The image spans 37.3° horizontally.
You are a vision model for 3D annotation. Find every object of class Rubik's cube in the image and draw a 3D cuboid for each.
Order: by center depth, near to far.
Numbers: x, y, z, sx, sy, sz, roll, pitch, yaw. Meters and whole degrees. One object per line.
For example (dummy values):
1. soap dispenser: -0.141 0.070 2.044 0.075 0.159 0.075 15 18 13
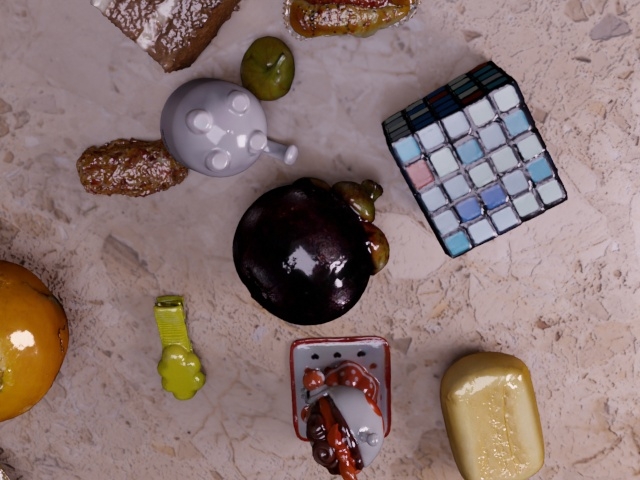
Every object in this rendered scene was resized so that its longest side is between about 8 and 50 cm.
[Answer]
1. Rubik's cube: 0.206 -0.113 1.290 0.184 0.182 0.187 -27 106 9

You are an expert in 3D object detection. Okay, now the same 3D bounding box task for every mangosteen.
1. mangosteen: 0.000 0.000 1.338 0.250 0.211 0.211 -40 106 -19

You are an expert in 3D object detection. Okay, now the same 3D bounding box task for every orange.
1. orange: -0.487 0.143 1.359 0.246 0.246 0.246 0 109 1

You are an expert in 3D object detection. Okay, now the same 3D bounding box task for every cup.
1. cup: -0.127 -0.137 1.292 0.134 0.142 0.173 -43 111 -8

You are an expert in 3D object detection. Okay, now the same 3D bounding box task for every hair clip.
1. hair clip: -0.219 0.172 1.467 0.072 0.046 0.173 -2 111 6

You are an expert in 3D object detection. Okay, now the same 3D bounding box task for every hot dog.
1. hot dog: 0.043 -0.326 1.288 0.192 0.053 0.099 -5 112 5

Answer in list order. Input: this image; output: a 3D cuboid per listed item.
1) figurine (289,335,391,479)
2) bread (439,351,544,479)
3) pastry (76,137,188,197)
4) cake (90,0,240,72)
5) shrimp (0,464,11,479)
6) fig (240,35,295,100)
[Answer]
1. figurine: 0.033 0.272 1.401 0.160 0.226 0.183 -3 109 1
2. bread: 0.263 0.272 1.463 0.147 0.098 0.217 -10 111 4
3. pastry: -0.270 -0.103 1.365 0.169 0.063 0.087 -10 105 3
4. cake: -0.204 -0.319 1.259 0.147 0.134 0.135 40 105 -2
5. shrimp: -0.585 0.398 1.542 0.168 0.077 0.317 -32 101 22
6. fig: -0.071 -0.231 1.298 0.082 0.098 0.084 42 103 -14
